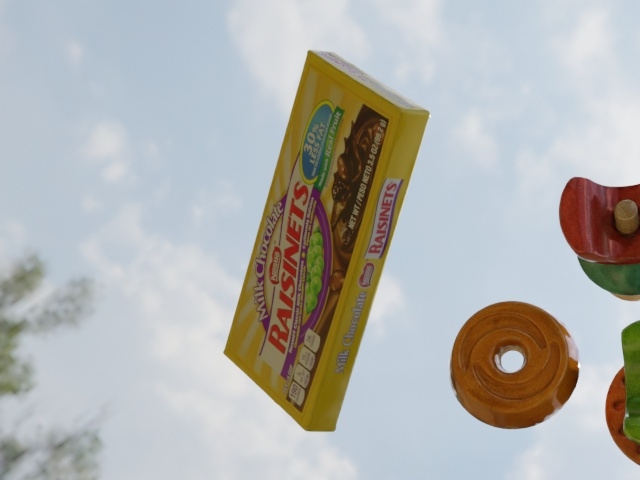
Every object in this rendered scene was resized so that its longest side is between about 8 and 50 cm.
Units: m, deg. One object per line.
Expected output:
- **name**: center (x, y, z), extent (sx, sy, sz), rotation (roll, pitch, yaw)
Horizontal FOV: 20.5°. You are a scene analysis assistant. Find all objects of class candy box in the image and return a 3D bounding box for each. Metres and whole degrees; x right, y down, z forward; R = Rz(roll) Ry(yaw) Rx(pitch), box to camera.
- **candy box**: center (0.000, 0.000, 1.054), extent (0.105, 0.027, 0.206), rotation (39, -61, 50)

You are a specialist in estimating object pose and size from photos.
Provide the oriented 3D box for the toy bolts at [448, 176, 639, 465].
- **toy bolts**: center (0.221, 0.070, 1.404), extent (0.218, 0.228, 0.158), rotation (1, -20, 14)
